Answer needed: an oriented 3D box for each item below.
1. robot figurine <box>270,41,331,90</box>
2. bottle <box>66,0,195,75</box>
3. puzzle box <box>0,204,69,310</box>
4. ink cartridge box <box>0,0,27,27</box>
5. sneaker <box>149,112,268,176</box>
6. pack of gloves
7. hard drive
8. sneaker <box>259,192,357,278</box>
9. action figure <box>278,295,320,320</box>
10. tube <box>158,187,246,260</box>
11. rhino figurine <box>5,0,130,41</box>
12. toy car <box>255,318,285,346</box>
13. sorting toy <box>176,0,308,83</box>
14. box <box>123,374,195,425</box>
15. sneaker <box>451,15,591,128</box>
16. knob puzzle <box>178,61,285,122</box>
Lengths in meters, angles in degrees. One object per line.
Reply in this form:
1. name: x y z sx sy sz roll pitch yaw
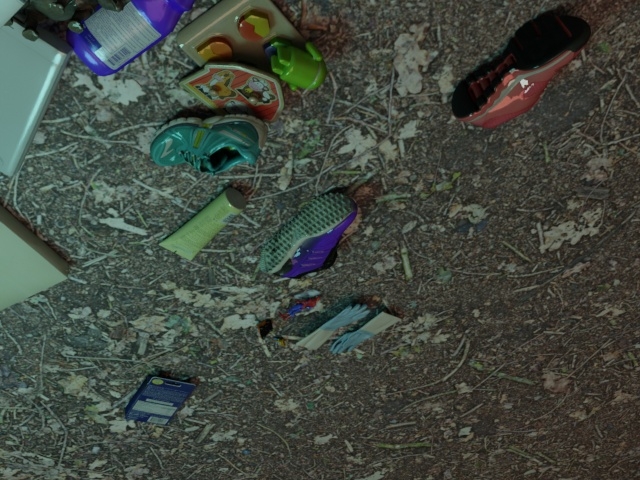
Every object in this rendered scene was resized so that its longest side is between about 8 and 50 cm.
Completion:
1. robot figurine: -0.038 -0.329 1.518 0.115 0.067 0.101 14 138 -31
2. bottle: -0.313 -0.408 1.405 0.283 0.092 0.118 -31 121 19
3. puzzle box: -0.798 0.007 1.767 0.272 0.052 0.409 -23 135 13
4. ink cartridge box: -0.477 -0.469 1.237 0.273 0.197 0.114 -33 132 23
5. sneaker: -0.236 -0.186 1.608 0.276 0.109 0.107 -6 149 28
6. pack of gloves: 0.074 0.234 2.190 0.232 0.046 0.195 -37 142 29
7. hard drive: -0.599 -0.285 1.458 0.203 0.040 0.307 33 124 -8
8. sneaker: 0.000 0.000 1.890 0.146 0.102 0.293 27 130 -38
9. action figure: -0.053 0.174 2.100 0.115 0.030 0.038 -24 140 6
10. tube: -0.268 -0.034 1.831 0.240 0.062 0.070 -39 86 32
11. rhino figurine: -0.411 -0.402 1.329 0.244 0.106 0.073 -3 142 16
12. toy car: -0.143 0.262 2.156 0.041 0.060 0.122 4 137 32
13. sorting toy: -0.139 -0.366 1.523 0.193 0.038 0.208 -30 133 19
14. box: -0.464 0.455 2.301 0.137 0.036 0.225 18 131 -27
15. sneaker: 0.421 -0.339 1.629 0.314 0.115 0.136 -34 142 32
16. knob puzzle: -0.156 -0.281 1.555 0.213 0.029 0.213 11 153 6
